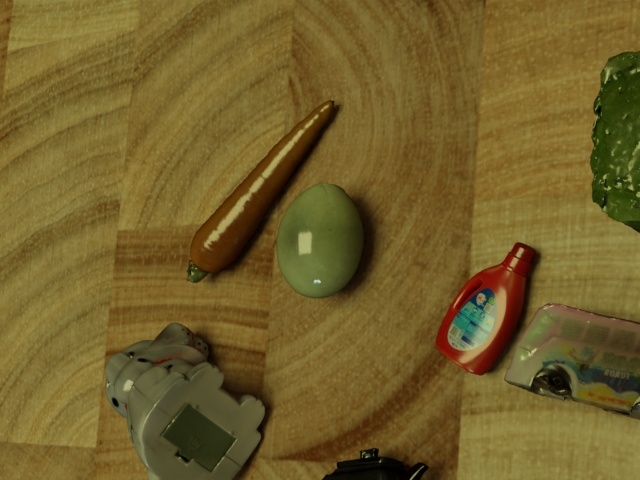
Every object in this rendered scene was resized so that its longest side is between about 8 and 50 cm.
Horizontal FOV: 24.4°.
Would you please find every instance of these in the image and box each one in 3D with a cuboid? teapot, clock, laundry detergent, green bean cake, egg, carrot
[{"bbox_3d":[0.061,0.305,1.829,0.177,0.087,0.096,-15,66,38],"label":"teapot"},{"bbox_3d":[-0.212,0.215,2.051,0.254,0.188,0.189,38,106,55],"label":"clock"},{"bbox_3d":[0.205,0.075,1.783,0.097,0.049,0.165,37,102,44],"label":"laundry detergent"},{"bbox_3d":[0.403,-0.110,1.606,0.214,0.113,0.200,-5,78,41],"label":"green bean cake"},{"bbox_3d":[0.000,0.000,1.931,0.114,0.114,0.152,5,80,42],"label":"egg"},{"bbox_3d":[-0.089,-0.069,2.061,0.336,0.069,0.069,-52,52,16],"label":"carrot"}]

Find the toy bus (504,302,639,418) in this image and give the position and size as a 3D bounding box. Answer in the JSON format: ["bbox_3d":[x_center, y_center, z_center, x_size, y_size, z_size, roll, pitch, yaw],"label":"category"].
[{"bbox_3d":[0.340,0.147,1.619,0.274,0.090,0.112,11,81,42],"label":"toy bus"}]
